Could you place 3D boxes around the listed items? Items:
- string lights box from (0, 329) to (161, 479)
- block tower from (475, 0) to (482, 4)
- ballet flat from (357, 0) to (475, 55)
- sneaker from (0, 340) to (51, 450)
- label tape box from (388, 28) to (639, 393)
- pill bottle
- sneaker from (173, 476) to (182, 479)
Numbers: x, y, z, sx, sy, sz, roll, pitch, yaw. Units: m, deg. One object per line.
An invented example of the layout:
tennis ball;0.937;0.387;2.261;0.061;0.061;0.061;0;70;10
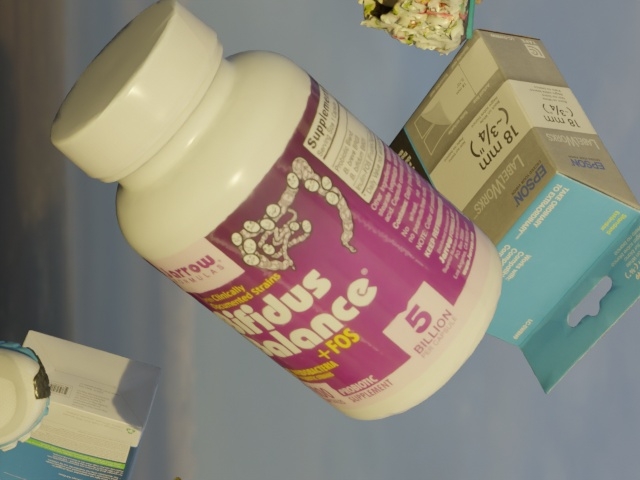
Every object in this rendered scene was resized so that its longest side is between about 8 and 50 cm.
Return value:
string lights box;-0.249;0.209;1.535;0.259;0.133;0.077;112;-6;-48
block tower;0.194;-0.373;1.926;0.335;0.091;0.097;-48;142;-58
ballet flat;0.056;-0.180;0.861;0.241;0.077;0.091;91;4;-61
sneaker;-0.260;0.106;0.972;0.083;0.191;0.071;5;75;-68
label tape box;0.211;-0.033;1.726;0.240;0.106;0.333;-54;-134;36
pill bottle;-0.031;-0.022;1.066;0.169;0.301;0.169;-40;-155;23
sneaker;-0.070;0.207;1.102;0.175;0.064;0.067;15;-110;51
